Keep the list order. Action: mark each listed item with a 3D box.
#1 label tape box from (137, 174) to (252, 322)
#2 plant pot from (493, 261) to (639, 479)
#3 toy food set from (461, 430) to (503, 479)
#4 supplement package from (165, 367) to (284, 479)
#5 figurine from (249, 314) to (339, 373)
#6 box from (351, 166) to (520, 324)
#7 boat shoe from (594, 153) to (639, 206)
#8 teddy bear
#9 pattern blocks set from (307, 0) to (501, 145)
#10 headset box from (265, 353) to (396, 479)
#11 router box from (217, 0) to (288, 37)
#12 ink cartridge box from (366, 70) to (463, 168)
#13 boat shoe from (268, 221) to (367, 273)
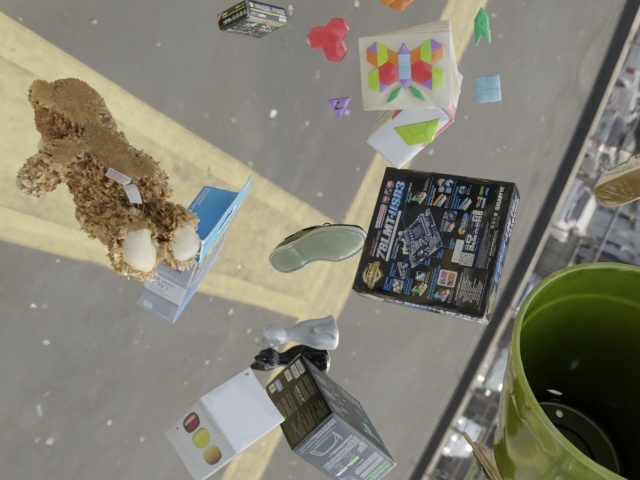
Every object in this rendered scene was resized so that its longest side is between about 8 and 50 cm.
[{"bbox_3d":[-0.301,0.003,1.623,0.249,0.115,0.348,-63,-178,-42],"label":"label tape box"},{"bbox_3d":[0.438,0.287,1.090,0.366,0.366,0.353,-46,157,-33],"label":"plant pot"},{"bbox_3d":[0.319,0.434,1.271,0.038,0.132,0.192,-43,131,9],"label":"toy food set"},{"bbox_3d":[-0.208,0.395,1.453,0.133,0.139,0.244,-27,166,-40],"label":"supplement package"},{"bbox_3d":[-0.072,0.277,1.785,0.209,0.092,0.215,-2,143,-13],"label":"figurine"},{"bbox_3d":[0.243,0.002,1.450,0.073,0.293,0.296,40,64,-59],"label":"box"},{"bbox_3d":[0.719,-0.162,1.450,0.098,0.277,0.096,47,47,-26],"label":"boat shoe"},{"bbox_3d":[-0.307,-0.077,0.982,0.113,0.338,0.245,-46,-178,35],"label":"teddy bear"},{"bbox_3d":[0.156,-0.314,1.247,0.286,0.324,0.026,70,24,-13],"label":"pattern blocks set"},{"bbox_3d":[0.028,0.456,1.681,0.131,0.246,0.283,-43,122,4],"label":"headset box"},{"bbox_3d":[-0.143,-0.469,1.452,0.122,0.092,0.038,-9,89,-50],"label":"router box"},{"bbox_3d":[0.271,-0.373,1.925,0.226,0.131,0.306,-42,-166,36],"label":"ink cartridge box"},{"bbox_3d":[0.002,0.003,2.028,0.127,0.340,0.113,51,39,-20],"label":"boat shoe"}]
